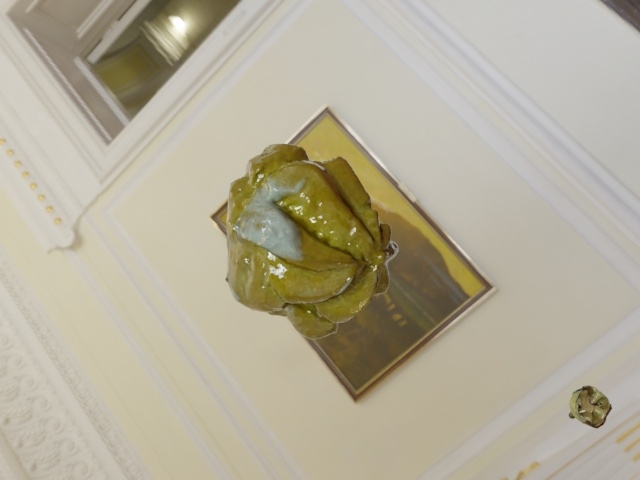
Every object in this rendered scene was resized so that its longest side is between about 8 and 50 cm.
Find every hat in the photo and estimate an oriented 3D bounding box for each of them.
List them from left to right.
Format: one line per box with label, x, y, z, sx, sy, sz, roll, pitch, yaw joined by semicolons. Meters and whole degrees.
hat;0.575;0.358;1.128;0.076;0.077;0.059;38;164;4

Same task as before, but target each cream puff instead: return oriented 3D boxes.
cream puff;0.000;0.000;0.955;0.378;0.276;0.377;-9;-90;-72
